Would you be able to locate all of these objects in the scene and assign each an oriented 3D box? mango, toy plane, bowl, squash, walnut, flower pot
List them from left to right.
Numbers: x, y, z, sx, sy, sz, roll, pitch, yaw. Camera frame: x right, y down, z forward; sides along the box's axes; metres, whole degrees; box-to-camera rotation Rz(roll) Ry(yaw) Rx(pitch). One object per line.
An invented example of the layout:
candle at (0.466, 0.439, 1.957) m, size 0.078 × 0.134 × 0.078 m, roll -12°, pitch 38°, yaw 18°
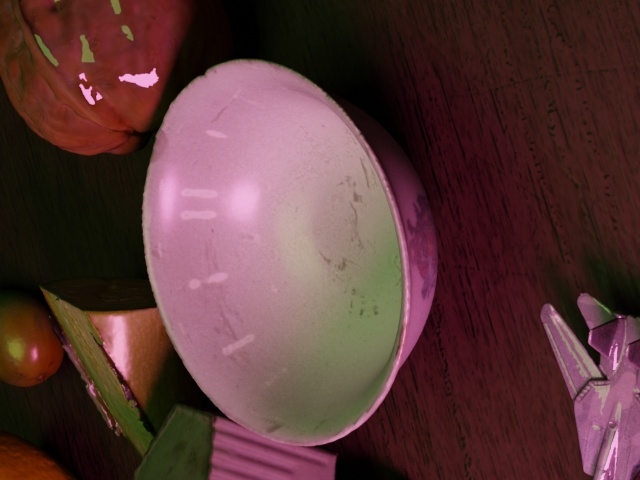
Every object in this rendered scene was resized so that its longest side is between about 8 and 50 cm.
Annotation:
mango at (-0.520, 0.154, 2.062) m, size 0.251 × 0.114 × 0.156 m, roll 15°, pitch 117°, yaw 42°
walnut at (-0.277, -0.288, 1.586) m, size 0.306 × 0.306 × 0.344 m, roll -22°, pitch 87°, yaw 46°
squash at (-0.274, 0.221, 1.763) m, size 0.233 × 0.210 × 0.309 m, roll 17°, pitch 107°, yaw 55°
flower pot at (-0.112, 0.328, 1.523) m, size 0.209 × 0.189 × 0.239 m, roll -36°, pitch 41°, yaw 45°
bowl at (0.000, 0.000, 1.431) m, size 0.435 × 0.196 × 0.435 m, roll 14°, pitch 110°, yaw 43°
toy plane at (0.306, 0.196, 1.253) m, size 0.212 × 0.088 × 0.267 m, roll 22°, pitch 123°, yaw 42°

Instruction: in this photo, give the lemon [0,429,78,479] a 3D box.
lemon at (-0.504, 0.509, 1.990) m, size 0.364 × 0.364 × 0.364 m, roll 13°, pitch 109°, yaw 43°
